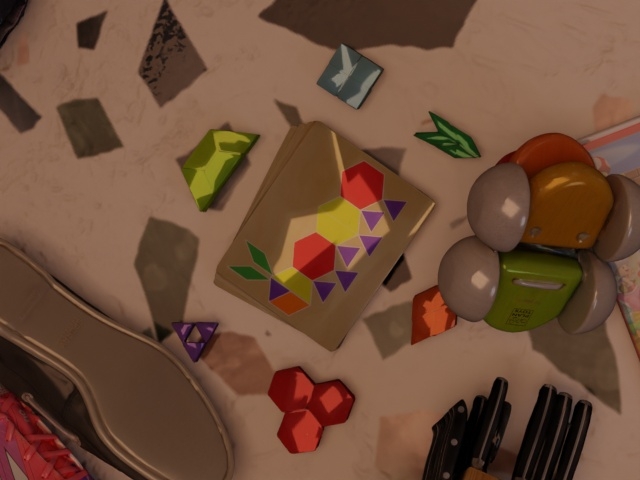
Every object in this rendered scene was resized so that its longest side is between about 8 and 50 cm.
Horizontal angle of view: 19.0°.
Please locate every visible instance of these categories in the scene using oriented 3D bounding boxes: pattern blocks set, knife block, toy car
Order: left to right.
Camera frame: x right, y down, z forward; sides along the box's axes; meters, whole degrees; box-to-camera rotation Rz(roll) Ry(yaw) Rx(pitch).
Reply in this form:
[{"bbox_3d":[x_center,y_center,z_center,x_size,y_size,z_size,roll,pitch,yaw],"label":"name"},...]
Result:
[{"bbox_3d":[0.000,0.000,1.742,0.285,0.026,0.325,43,98,6],"label":"pattern blocks set"},{"bbox_3d":[0.161,0.266,1.638,0.242,0.088,0.275,-21,75,-18],"label":"knife block"},{"bbox_3d":[0.184,-0.010,1.657,0.159,0.136,0.182,6,124,-20],"label":"toy car"}]

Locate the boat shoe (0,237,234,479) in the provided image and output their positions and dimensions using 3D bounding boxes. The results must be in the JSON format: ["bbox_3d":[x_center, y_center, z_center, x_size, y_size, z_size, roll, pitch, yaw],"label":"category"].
[{"bbox_3d":[-0.218,0.123,1.763,0.335,0.095,0.112,41,62,3],"label":"boat shoe"}]

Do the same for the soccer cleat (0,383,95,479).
[{"bbox_3d":[-0.293,0.192,1.763,0.318,0.108,0.116,27,92,10],"label":"soccer cleat"}]

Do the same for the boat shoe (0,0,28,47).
[{"bbox_3d":[-0.314,-0.294,1.737,0.158,0.127,0.340,31,111,2],"label":"boat shoe"}]

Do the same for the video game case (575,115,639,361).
[{"bbox_3d":[0.356,0.014,1.683,0.204,0.025,0.285,-21,88,10],"label":"video game case"}]
